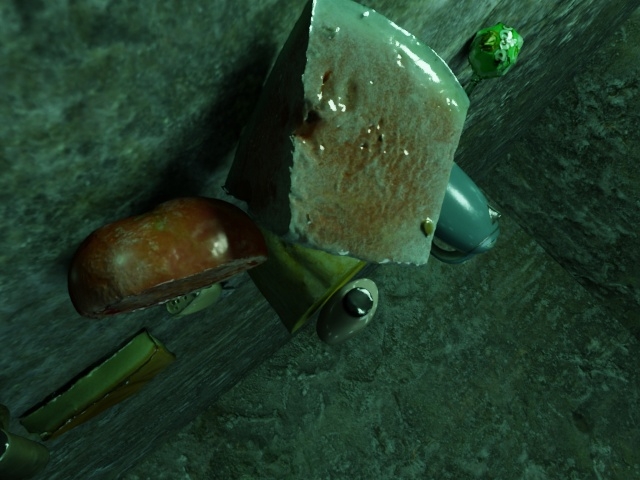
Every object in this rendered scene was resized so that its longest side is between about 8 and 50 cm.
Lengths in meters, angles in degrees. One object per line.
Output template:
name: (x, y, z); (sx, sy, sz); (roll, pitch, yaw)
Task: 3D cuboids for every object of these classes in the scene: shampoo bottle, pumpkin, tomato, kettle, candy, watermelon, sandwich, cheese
shampoo bottle: (0.043, 0.127, 0.774); (0.127, 0.078, 0.257); (-46, 174, -19)
pumpkin: (0.000, 0.000, 0.868); (0.332, 0.199, 0.332); (-41, 175, -5)
tomato: (-0.177, 0.016, 0.519); (0.237, 0.095, 0.237); (-22, 176, -2)
kettle: (0.493, -0.075, 1.687); (0.247, 0.342, 0.319); (-29, 163, -46)
candy: (0.331, -0.344, 0.949); (0.097, 0.097, 0.323); (-42, 175, 1)
watermelon: (0.021, -0.085, 0.468); (0.201, 0.213, 0.261); (-91, -158, -46)
sandwich: (-0.406, 0.288, 0.876); (0.245, 0.063, 0.212); (-36, 168, -18)
cheese: (-0.218, 0.105, 0.873); (0.097, 0.037, 0.192); (-42, 167, 8)

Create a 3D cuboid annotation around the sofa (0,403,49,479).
sofa: (-0.461, 0.306, 0.500); (0.258, 0.182, 0.200); (-34, 166, -29)
